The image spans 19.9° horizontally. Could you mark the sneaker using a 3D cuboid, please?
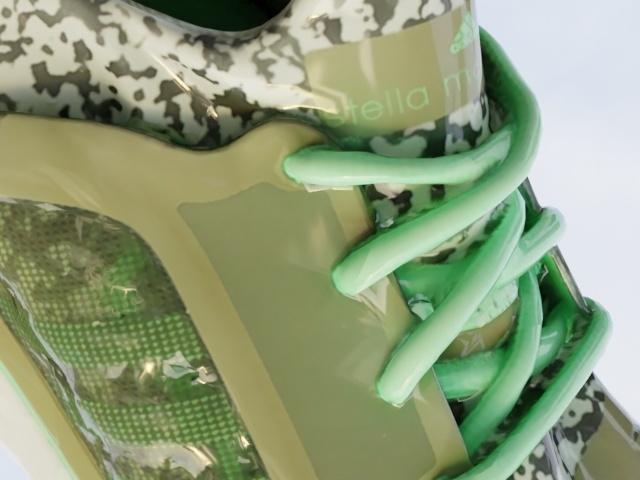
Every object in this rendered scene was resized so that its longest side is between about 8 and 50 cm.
[{"bbox_3d":[0.000,0.000,0.443,0.182,0.410,0.158,-48,-177,46],"label":"sneaker"}]
